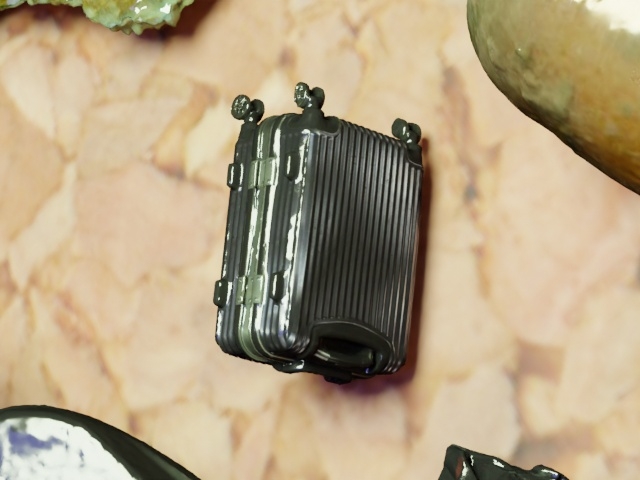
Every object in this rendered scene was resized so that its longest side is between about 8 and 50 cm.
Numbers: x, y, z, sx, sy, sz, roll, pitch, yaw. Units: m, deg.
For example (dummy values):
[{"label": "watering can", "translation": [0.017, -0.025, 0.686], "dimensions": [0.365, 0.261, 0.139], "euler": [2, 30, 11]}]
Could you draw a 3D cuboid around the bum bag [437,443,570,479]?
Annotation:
[{"label": "bum bag", "translation": [0.098, 0.121, 0.693], "dimensions": [0.124, 0.034, 0.057], "euler": [11, 74, 35]}]

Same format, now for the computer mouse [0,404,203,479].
[{"label": "computer mouse", "translation": [-0.083, 0.162, 0.773], "dimensions": [0.217, 0.073, 0.122], "euler": [35, 86, 20]}]

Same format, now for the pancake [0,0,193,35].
[{"label": "pancake", "translation": [-0.104, -0.187, 0.911], "dimensions": [0.377, 0.054, 0.197], "euler": [-32, 60, 26]}]

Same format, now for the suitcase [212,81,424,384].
[{"label": "suitcase", "translation": [0.000, 0.000, 0.764], "dimensions": [0.059, 0.086, 0.126], "euler": [-8, 72, 48]}]

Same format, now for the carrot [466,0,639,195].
[{"label": "carrot", "translation": [0.191, -0.051, 0.620], "dimensions": [0.302, 0.139, 0.138], "euler": [32, 96, 35]}]
